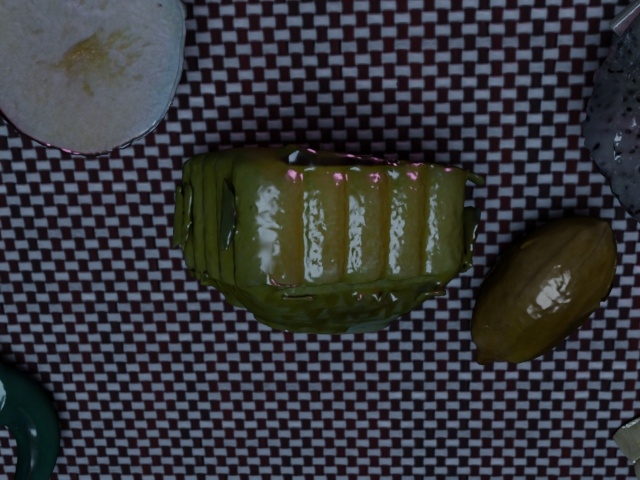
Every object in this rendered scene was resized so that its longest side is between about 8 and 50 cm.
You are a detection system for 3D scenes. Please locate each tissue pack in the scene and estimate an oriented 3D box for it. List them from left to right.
[{"bbox_3d":[0.383,-0.260,1.158,0.056,0.023,0.108,40,112,-15],"label":"tissue pack"}]

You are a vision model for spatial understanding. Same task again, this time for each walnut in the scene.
[{"bbox_3d":[0.266,0.064,1.258,0.137,0.137,0.245,38,116,-13],"label":"walnut"}]

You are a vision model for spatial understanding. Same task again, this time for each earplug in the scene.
[{"bbox_3d":[-0.512,0.234,1.405,0.280,0.164,0.257,0,152,16],"label":"earplug"}]

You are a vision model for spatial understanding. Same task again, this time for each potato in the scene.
[{"bbox_3d":[-0.289,-0.256,1.132,0.246,0.196,0.300,-32,137,3],"label":"potato"}]

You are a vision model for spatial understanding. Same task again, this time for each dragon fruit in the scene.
[{"bbox_3d":[0.439,-0.144,1.121,0.221,0.204,0.283,0,110,-39],"label":"dragon fruit"}]

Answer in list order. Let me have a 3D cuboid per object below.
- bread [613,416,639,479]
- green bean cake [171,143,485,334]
[{"bbox_3d":[0.483,0.306,1.414,0.077,0.105,0.152,-39,138,19],"label":"bread"},{"bbox_3d":[0.000,0.000,1.201,0.309,0.285,0.202,2,92,-21],"label":"green bean cake"}]
